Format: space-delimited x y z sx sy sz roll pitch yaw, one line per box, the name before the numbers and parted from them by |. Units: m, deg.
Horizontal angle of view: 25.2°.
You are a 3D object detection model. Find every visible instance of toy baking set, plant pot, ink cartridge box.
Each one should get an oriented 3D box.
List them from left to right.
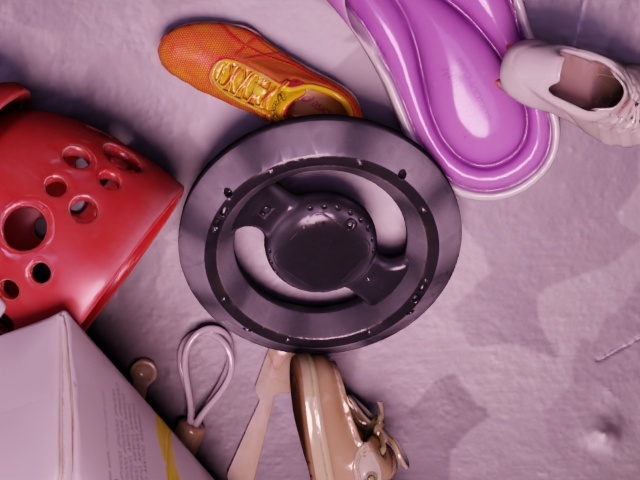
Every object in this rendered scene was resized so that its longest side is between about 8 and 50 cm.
plant pot | -0.225 -0.015 1.107 0.174 0.191 0.191 37 103 -1
ink cartridge box | -0.221 0.256 1.101 0.279 0.160 0.385 -21 138 9
toy baking set | -0.131 0.174 1.240 0.256 0.030 0.197 -10 106 2

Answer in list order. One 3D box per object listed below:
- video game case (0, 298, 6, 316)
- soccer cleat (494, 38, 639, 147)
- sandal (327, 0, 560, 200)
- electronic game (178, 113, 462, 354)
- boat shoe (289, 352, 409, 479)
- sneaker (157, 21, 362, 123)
video game case | -0.411 -0.022 1.076 0.329 0.036 0.300 47 144 -12
soccer cleat | 0.221 -0.110 1.103 0.196 0.076 0.068 11 95 -35
sandal | 0.068 -0.212 1.090 0.169 0.102 0.416 -33 105 8
electronic game | 0.000 0.000 1.158 0.229 0.048 0.229 -2 124 -3
boat shoe | 0.042 0.213 1.224 0.089 0.104 0.285 -17 116 0
sneaker | -0.045 -0.126 1.134 0.175 0.067 0.064 20 107 -5
